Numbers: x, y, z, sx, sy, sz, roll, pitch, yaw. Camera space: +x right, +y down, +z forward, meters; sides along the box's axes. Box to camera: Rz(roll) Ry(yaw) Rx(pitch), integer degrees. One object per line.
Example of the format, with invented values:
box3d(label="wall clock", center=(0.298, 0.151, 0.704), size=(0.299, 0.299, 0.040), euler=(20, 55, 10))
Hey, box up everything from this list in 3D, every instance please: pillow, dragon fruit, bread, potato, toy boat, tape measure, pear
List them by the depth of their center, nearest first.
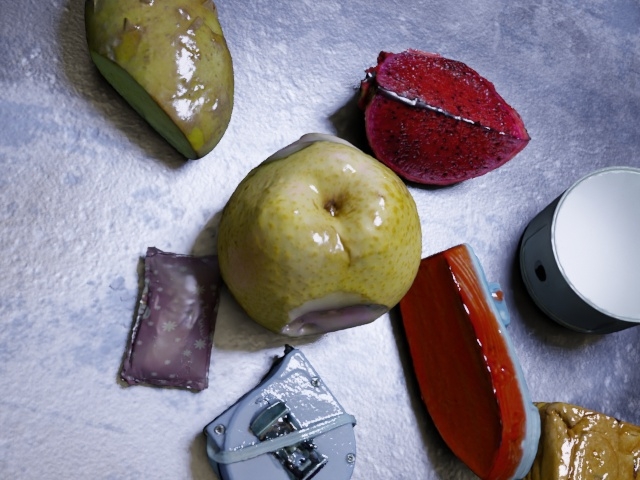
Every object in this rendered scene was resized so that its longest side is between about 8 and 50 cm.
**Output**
box3d(label="pear", center=(0.000, 0.000, 0.846), size=(0.271, 0.271, 0.271), euler=(4, 76, -17))
box3d(label="tape measure", center=(-0.043, 0.258, 0.849), size=(0.181, 0.107, 0.182), euler=(45, 66, 3))
box3d(label="pillow", center=(-0.184, 0.098, 0.870), size=(0.118, 0.043, 0.185), euler=(11, 75, -18))
box3d(label="potato", center=(-0.209, -0.249, 0.890), size=(0.176, 0.141, 0.298), euler=(-22, 85, -12))
box3d(label="toy boat", center=(0.219, 0.173, 0.942), size=(0.133, 0.145, 0.332), euler=(-5, 75, -43))
box3d(label="bread", center=(0.356, 0.318, 0.949), size=(0.149, 0.143, 0.158), euler=(16, 69, -14))
box3d(label="dragon fruit", center=(0.158, -0.182, 1.000), size=(0.261, 0.163, 0.189), euler=(17, 107, -18))

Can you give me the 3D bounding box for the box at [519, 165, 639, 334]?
box3d(label="box", center=(0.429, 0.021, 1.006), size=(0.226, 0.149, 0.226), euler=(1, 74, -2))
